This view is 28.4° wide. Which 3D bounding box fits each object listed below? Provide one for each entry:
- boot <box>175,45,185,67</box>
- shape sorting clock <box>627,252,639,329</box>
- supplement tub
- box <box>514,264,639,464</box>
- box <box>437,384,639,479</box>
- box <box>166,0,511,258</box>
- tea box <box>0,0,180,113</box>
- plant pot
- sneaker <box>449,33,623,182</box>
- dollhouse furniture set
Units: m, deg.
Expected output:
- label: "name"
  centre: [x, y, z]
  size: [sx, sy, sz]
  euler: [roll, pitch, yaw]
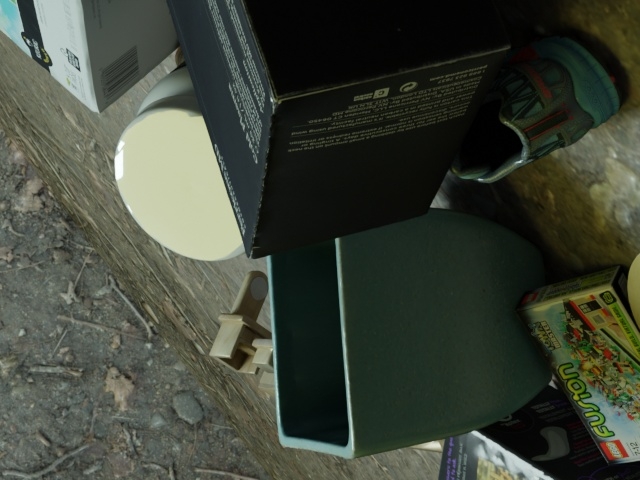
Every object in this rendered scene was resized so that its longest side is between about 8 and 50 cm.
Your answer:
- label: "boot"
  centre: [-0.120, -0.225, 1.589]
  size: [0.106, 0.082, 0.219]
  euler: [49, 160, 14]
- label: "shape sorting clock"
  centre: [0.355, 0.082, 1.102]
  size: [0.206, 0.040, 0.206]
  euler: [44, 157, 25]
- label: "supplement tub"
  centre: [-0.075, -0.117, 1.317]
  size: [0.191, 0.272, 0.191]
  euler: [12, 124, 18]
- label: "box"
  centre: [0.295, 0.129, 1.267]
  size: [0.114, 0.036, 0.207]
  euler: [-20, 111, 40]
- label: "box"
  centre: [0.278, 0.287, 1.399]
  size: [0.270, 0.165, 0.143]
  euler: [30, 121, 45]
- label: "box"
  centre: [-0.016, -0.208, 1.041]
  size: [0.312, 0.179, 0.343]
  euler: [110, 144, -68]
- label: "tea box"
  centre: [-0.307, -0.383, 1.473]
  size: [0.323, 0.220, 0.329]
  euler: [42, 160, 12]
- label: "plant pot"
  centre: [0.101, 0.088, 1.340]
  size: [0.247, 0.252, 0.248]
  euler: [163, 104, -71]
- label: "sneaker"
  centre: [0.142, -0.109, 1.114]
  size: [0.104, 0.125, 0.262]
  euler: [55, 161, -9]
- label: "dollhouse furniture set"
  centre: [0.083, 0.154, 1.757]
  size: [0.355, 0.174, 0.303]
  euler: [-1, 150, 46]
